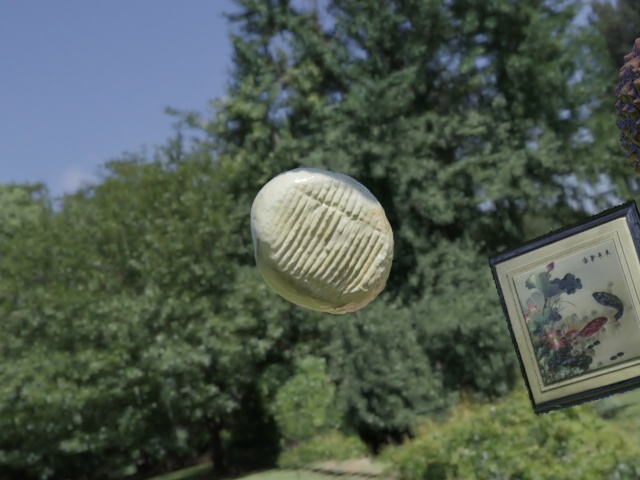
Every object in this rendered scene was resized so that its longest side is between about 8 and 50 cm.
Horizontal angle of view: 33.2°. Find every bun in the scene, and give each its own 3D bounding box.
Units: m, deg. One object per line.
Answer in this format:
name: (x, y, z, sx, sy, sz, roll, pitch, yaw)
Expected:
bun: (0.000, 0.000, 1.292, 0.188, 0.164, 0.111, 27, -6, -10)

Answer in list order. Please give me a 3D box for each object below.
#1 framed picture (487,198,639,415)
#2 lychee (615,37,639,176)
framed picture: (0.289, 0.077, 1.187, 0.195, 0.199, 0.010, -24, -17, 35)
lychee: (0.494, -0.165, 1.337, 0.267, 0.267, 0.267, -15, -8, -2)
